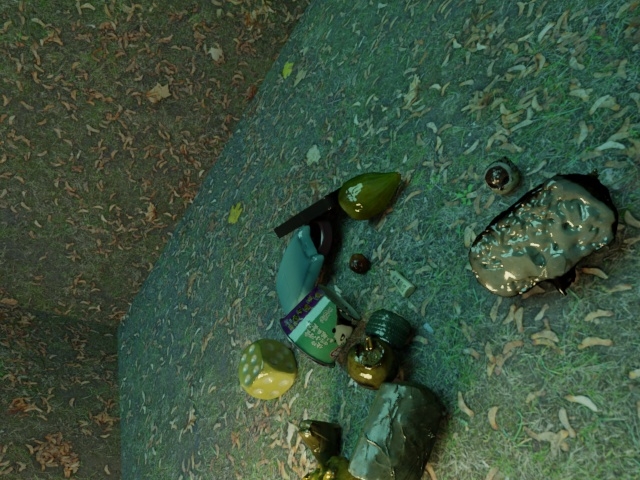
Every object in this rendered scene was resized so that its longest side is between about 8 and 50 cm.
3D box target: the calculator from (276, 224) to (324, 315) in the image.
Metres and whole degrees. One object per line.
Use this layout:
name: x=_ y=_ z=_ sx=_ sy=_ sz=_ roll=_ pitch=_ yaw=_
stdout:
calculator: x=-0.103 y=0.141 z=1.858 sx=0.386 sy=0.055 sz=0.256 roll=-66 pitch=35 yaw=37

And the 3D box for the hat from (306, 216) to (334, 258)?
hat: x=0.000 y=0.000 z=1.842 sx=0.205 sy=0.089 sz=0.205 roll=-23 pitch=62 yaw=54

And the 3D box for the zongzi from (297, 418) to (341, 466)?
zongzi: x=-0.010 y=0.657 z=1.417 sx=0.079 sy=0.160 sz=0.176 roll=-18 pitch=55 yaw=41

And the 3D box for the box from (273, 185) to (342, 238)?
box: x=-0.028 y=-0.124 z=1.881 sx=0.350 sy=0.058 sz=0.211 roll=-29 pitch=6 yaw=40

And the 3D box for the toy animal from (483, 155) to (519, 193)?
toy animal: x=0.513 y=-0.200 z=1.294 sx=0.098 sy=0.098 sz=0.137 roll=-23 pitch=53 yaw=44

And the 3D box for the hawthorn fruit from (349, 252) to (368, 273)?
hawthorn fruit: x=0.138 y=0.082 z=1.641 sx=0.077 sy=0.077 sz=0.077 roll=-30 pitch=49 yaw=40

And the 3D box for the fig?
fig: x=0.181 y=-0.177 z=1.667 sx=0.234 sy=0.167 sz=0.167 roll=-37 pitch=39 yaw=1

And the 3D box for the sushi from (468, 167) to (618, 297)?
sushi: x=0.525 y=-0.001 z=1.068 sx=0.349 sy=0.208 sz=0.234 roll=-40 pitch=83 yaw=33

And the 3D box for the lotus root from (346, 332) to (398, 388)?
lotus root: x=0.150 y=0.354 z=1.310 sx=0.154 sy=0.278 sz=0.153 roll=-2 pitch=61 yaw=4

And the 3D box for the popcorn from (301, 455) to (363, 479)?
popcorn: x=0.040 y=0.746 z=1.277 sx=0.250 sy=0.190 sz=0.249 roll=-21 pitch=63 yaw=51

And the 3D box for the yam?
yam: x=0.205 y=0.507 z=1.200 sx=0.202 sy=0.202 sz=0.271 roll=16 pitch=81 yaw=11

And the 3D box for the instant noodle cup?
instant noodle cup: x=0.010 y=0.282 z=1.559 sx=0.190 sy=0.251 sz=0.251 roll=-52 pitch=37 yaw=5

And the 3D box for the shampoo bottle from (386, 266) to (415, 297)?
shampoo bottle: x=0.258 y=0.129 z=1.485 sx=0.048 sy=0.034 sz=0.141 roll=-61 pitch=34 yaw=19

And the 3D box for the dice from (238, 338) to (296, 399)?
dice: x=-0.207 y=0.496 z=1.755 sx=0.166 sy=0.170 sz=0.169 roll=-50 pitch=38 yaw=20

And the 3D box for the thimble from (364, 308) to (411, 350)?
thimble: x=0.208 y=0.274 z=1.389 sx=0.090 sy=0.119 sz=0.135 roll=-60 pitch=16 yaw=-18
